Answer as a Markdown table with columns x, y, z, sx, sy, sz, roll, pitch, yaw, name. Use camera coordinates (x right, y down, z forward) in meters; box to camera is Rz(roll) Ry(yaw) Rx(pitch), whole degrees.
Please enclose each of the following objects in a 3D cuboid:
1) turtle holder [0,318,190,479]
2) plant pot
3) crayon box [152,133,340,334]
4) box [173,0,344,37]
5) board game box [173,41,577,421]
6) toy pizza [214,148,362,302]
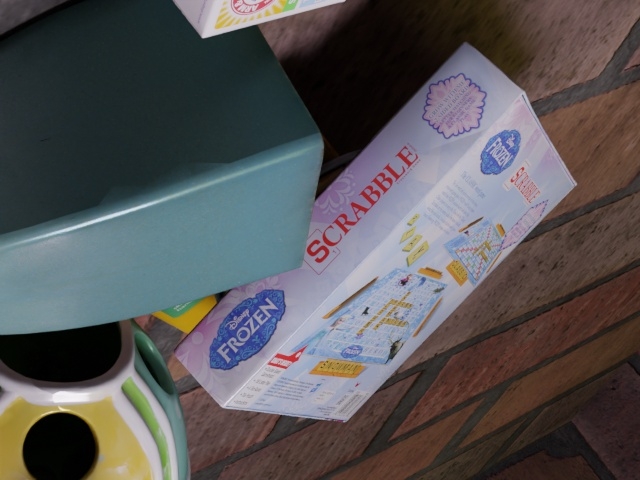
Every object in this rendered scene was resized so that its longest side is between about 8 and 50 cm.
| x | y | z | sx | sy | sz | roll | pitch | yaw | name |
| --- | --- | --- | --- | --- | --- | --- | --- | --- | --- |
| -0.222 | 0.174 | 0.995 | 0.320 | 0.243 | 0.227 | -71 | 177 | -56 | turtle holder |
| -0.145 | -0.044 | 0.841 | 0.234 | 0.165 | 0.165 | -22 | 156 | -17 | plant pot |
| -0.062 | -0.011 | 1.132 | 0.203 | 0.083 | 0.323 | -38 | 160 | 3 | crayon box |
| -0.023 | -0.225 | 0.713 | 0.114 | 0.103 | 0.203 | -22 | 155 | -34 | box |
| 0.064 | 0.014 | 1.083 | 0.318 | 0.066 | 0.319 | -46 | 161 | 5 | board game box |
| 0.000 | 0.000 | 1.090 | 0.201 | 0.032 | 0.201 | -33 | 158 | -15 | toy pizza |
